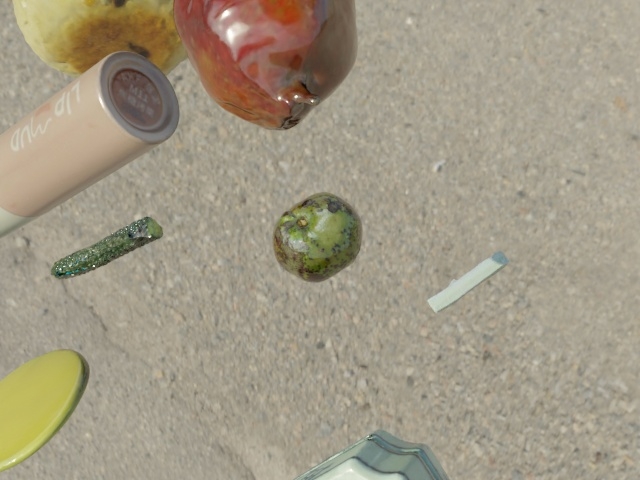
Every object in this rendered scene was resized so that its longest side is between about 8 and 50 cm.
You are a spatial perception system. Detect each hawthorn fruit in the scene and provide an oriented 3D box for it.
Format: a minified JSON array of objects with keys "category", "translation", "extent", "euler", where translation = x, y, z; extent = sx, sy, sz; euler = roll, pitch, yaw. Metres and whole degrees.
[{"category":"hawthorn fruit","translation":[-0.050,-0.224,0.913],"extent":[0.208,0.208,0.248],"euler":[-10,52,-8]}]

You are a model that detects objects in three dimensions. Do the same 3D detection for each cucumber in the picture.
[{"category":"cucumber","translation":[-0.358,0.020,1.359],"extent":[0.257,0.043,0.044],"euler":[-21,26,32]}]

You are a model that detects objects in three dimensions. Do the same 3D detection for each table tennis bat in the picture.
[{"category":"table tennis bat","translation":[-0.505,0.282,1.280],"extent":[0.369,0.054,0.224],"euler":[-22,33,19]}]

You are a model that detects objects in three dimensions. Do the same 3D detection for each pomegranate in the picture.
[{"category":"pomegranate","translation":[-0.008,-0.008,1.254],"extent":[0.138,0.163,0.125],"euler":[-45,104,0]}]

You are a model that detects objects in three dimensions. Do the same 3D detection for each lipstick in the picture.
[{"category":"lipstick","translation":[-0.216,-0.061,0.648],"extent":[0.254,0.070,0.070],"euler":[-22,40,38]}]

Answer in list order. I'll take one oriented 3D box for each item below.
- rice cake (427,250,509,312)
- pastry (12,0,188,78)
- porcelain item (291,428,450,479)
[{"category":"rice cake","translation":[0.288,0.079,1.638],"extent":[0.180,0.030,0.042],"euler":[-34,68,-6]},{"category":"pastry","translation":[-0.391,-0.485,1.567],"extent":[0.388,0.388,0.312],"euler":[-10,59,-9]},{"category":"porcelain item","translation":[0.071,0.425,1.128],"extent":[0.286,0.281,0.157],"euler":[56,24,8]}]
